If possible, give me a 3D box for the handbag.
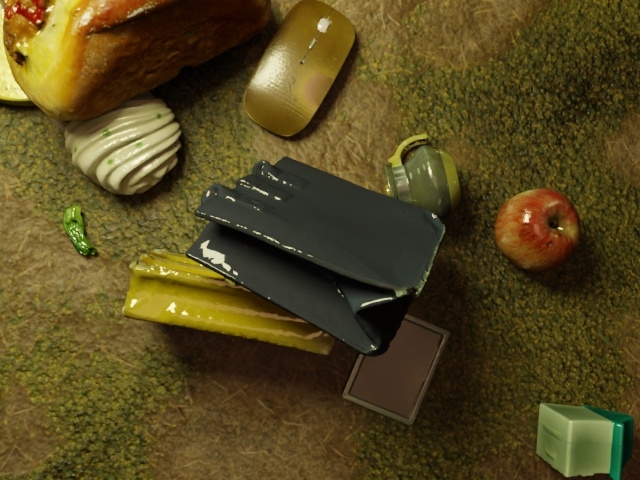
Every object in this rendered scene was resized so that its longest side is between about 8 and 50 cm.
[{"bbox_3d":[0.000,0.000,0.885,0.329,0.303,0.122,24,117,10],"label":"handbag"}]

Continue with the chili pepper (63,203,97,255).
[{"bbox_3d":[-0.400,-0.016,0.988,0.034,0.030,0.091,-21,95,-32],"label":"chili pepper"}]

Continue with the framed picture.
[{"bbox_3d":[0.135,0.220,1.068,0.142,0.011,0.183,23,87,-7],"label":"framed picture"}]

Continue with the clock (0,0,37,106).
[{"bbox_3d":[-0.480,-0.363,0.957,0.277,0.071,0.293,18,88,-8],"label":"clock"}]

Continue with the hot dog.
[{"bbox_3d":[-0.263,-0.349,0.866,0.405,0.223,0.185,-34,77,-19],"label":"hot dog"}]

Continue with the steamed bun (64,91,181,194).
[{"bbox_3d":[-0.315,-0.160,0.962,0.183,0.106,0.183,0,89,-6],"label":"steamed bun"}]

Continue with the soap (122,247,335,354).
[{"bbox_3d":[-0.132,0.090,0.942,0.315,0.199,0.091,12,95,-9],"label":"soap"}]

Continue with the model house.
[{"bbox_3d":[0.475,0.351,1.055,0.149,0.127,0.100,3,90,-4],"label":"model house"}]

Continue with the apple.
[{"bbox_3d":[0.374,-0.016,1.044,0.146,0.131,0.146,3,81,-20],"label":"apple"}]

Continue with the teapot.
[{"bbox_3d":[0.169,-0.109,1.030,0.119,0.130,0.165,-12,58,7],"label":"teapot"}]

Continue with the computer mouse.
[{"bbox_3d":[-0.035,-0.299,1.027,0.126,0.056,0.245,31,84,-7],"label":"computer mouse"}]
